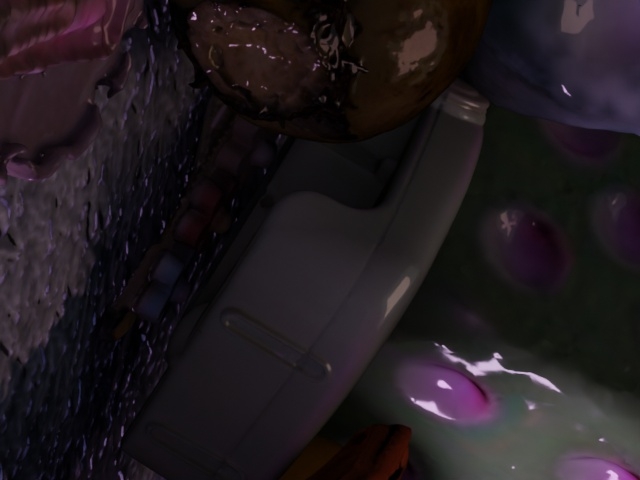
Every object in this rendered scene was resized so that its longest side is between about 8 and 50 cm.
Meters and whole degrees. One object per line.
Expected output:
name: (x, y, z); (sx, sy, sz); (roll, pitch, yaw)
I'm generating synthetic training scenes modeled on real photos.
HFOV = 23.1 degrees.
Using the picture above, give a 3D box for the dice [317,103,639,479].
dice: (0.176, 0.065, 1.295); (0.318, 0.330, 0.322); (-63, -177, -37)

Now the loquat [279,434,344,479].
loquat: (-0.027, 0.253, 1.210); (0.208, 0.208, 0.208); (20, 90, -76)

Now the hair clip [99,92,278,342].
hair clip: (-0.068, -0.027, 0.959); (0.062, 0.056, 0.214); (74, 38, -78)

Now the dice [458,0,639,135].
dice: (0.251, -0.267, 1.080); (0.330, 0.327, 0.348); (-88, 176, -64)

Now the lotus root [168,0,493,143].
lotus root: (0.015, -0.150, 0.873); (0.314, 0.169, 0.141); (-55, 175, -50)

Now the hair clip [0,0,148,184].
hair clip: (-0.131, -0.087, 0.603); (0.300, 0.069, 0.173); (-60, 168, -72)

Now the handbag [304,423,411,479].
handbag: (-0.084, 0.251, 0.907); (0.303, 0.116, 0.410); (-32, 177, 19)

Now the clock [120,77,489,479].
clock: (0.000, 0.000, 1.022); (0.265, 0.108, 0.324); (-57, -175, 42)
